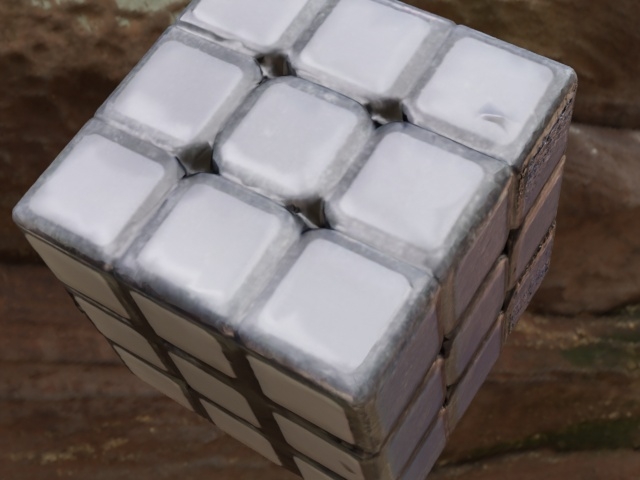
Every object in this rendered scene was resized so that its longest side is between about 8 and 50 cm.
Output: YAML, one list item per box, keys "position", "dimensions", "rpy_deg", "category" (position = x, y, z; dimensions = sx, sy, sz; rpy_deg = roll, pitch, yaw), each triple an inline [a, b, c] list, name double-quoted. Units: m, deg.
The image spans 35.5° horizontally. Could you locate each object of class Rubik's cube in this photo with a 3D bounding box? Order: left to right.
- position: [0.000, 0.000, 0.810]
  dimensions: [0.305, 0.303, 0.301]
  rpy_deg: [-56, -23, -23]
  category: "Rubik's cube"
